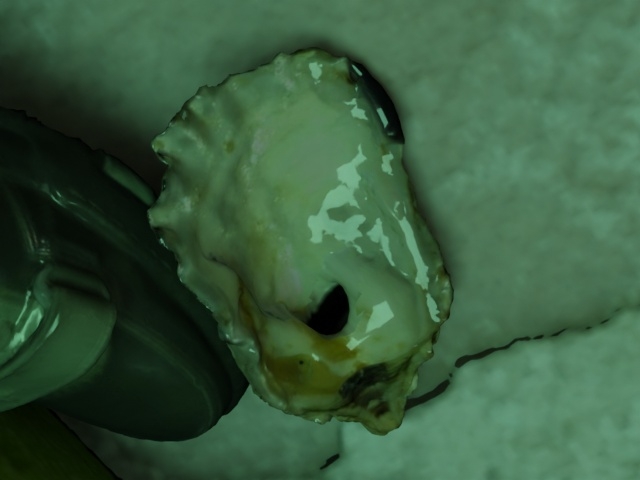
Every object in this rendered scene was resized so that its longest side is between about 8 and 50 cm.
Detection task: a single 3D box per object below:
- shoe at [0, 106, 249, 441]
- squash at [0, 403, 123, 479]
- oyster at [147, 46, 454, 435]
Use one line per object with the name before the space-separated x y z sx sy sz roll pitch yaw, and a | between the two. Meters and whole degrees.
shoe | -0.150 0.021 0.572 0.293 0.149 0.109 36 133 -25
squash | -0.186 0.150 0.674 0.233 0.210 0.309 -44 63 -2
oyster | 0.000 0.000 0.622 0.146 0.045 0.121 25 99 -24
